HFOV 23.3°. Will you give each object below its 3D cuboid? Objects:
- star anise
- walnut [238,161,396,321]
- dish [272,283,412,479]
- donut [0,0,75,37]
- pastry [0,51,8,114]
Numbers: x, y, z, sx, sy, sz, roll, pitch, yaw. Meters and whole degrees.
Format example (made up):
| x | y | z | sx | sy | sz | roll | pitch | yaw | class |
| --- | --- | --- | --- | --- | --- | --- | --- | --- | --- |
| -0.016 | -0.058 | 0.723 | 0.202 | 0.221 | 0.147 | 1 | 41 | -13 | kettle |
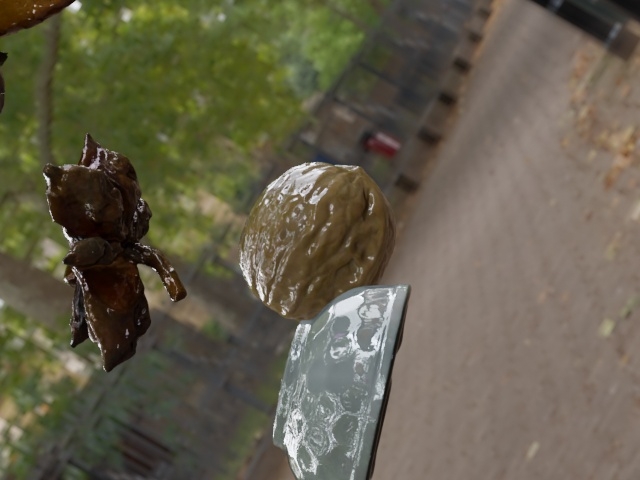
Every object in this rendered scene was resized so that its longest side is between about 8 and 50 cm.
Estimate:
| x | y | z | sx | sy | sz | roll | pitch | yaw | class |
| --- | --- | --- | --- | --- | --- | --- | --- | --- | --- |
| -0.201 | 0.005 | 1.455 | 0.111 | 0.212 | 0.196 | -16 | 7 | -13 | star anise |
| 0.000 | 0.000 | 1.960 | 0.213 | 0.213 | 0.213 | -60 | 0 | 0 | walnut |
| 0.018 | 0.171 | 1.735 | 0.303 | 0.120 | 0.303 | 12 | -90 | -87 | dish |
| -0.319 | -0.299 | 1.679 | 0.253 | 0.118 | 0.253 | -26 | 23 | 12 | donut |
| -0.452 | -0.109 | 1.514 | 0.329 | 0.136 | 0.329 | -27 | 33 | 20 | pastry |
